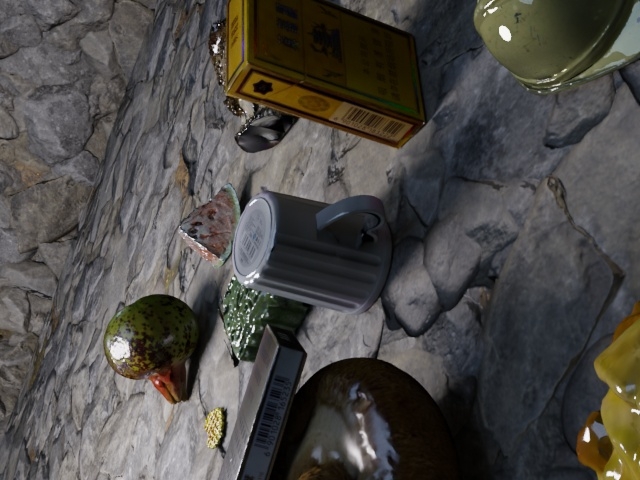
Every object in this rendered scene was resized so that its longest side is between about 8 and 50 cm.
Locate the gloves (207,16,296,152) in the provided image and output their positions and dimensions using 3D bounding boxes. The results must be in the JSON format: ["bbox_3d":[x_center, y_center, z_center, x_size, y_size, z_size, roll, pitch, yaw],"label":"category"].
[{"bbox_3d":[-0.148,-0.341,1.807,0.210,0.135,0.313,120,135,-69],"label":"gloves"}]

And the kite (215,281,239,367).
[{"bbox_3d":[-0.176,0.181,1.620,0.183,0.010,0.160,-107,2,-46],"label":"kite"}]

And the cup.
[{"bbox_3d":[-0.006,-0.006,1.296,0.221,0.202,0.167,-64,31,21],"label":"cup"}]

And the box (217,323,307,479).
[{"bbox_3d":[-0.093,0.282,1.121,0.180,0.047,0.325,-162,90,-81],"label":"box"}]

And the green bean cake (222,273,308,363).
[{"bbox_3d":[-0.105,0.114,1.537,0.181,0.094,0.173,-60,30,24],"label":"green bean cake"}]

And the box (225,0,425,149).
[{"bbox_3d":[0.006,-0.272,1.301,0.084,0.301,0.193,-46,38,46],"label":"box"}]

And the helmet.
[{"bbox_3d":[0.266,-0.288,1.001,0.257,0.137,0.204,-6,71,61],"label":"helmet"}]

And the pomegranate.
[{"bbox_3d":[-0.360,0.246,1.870,0.214,0.214,0.248,-26,88,56],"label":"pomegranate"}]

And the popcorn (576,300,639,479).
[{"bbox_3d":[0.319,0.167,0.589,0.265,0.225,0.332,-60,42,17],"label":"popcorn"}]

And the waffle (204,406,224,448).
[{"bbox_3d":[-0.209,0.372,1.684,0.078,0.016,0.085,-52,35,38],"label":"waffle"}]

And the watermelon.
[{"bbox_3d":[-0.238,-0.029,1.845,0.071,0.139,0.187,82,-170,-68],"label":"watermelon"}]

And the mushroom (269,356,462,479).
[{"bbox_3d":[0.042,0.328,1.044,0.345,0.239,0.345,-50,15,18],"label":"mushroom"}]
